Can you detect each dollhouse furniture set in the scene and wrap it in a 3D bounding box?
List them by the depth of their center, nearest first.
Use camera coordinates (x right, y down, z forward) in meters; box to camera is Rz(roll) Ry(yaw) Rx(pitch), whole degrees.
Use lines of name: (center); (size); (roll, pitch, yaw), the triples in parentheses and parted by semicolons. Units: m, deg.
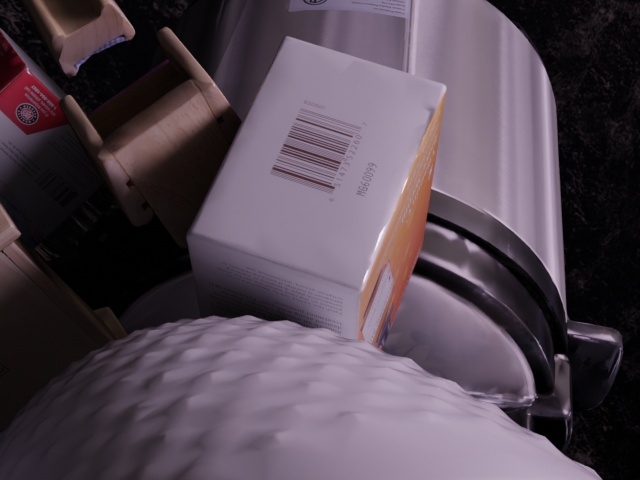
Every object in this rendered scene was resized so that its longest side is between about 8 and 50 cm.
dollhouse furniture set: (-0.226, -0.060, 0.751); (0.303, 0.286, 0.198); (52, -6, 26)

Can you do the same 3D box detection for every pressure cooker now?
pressure cooker: (0.004, 0.021, 0.986); (0.375, 0.369, 0.420); (43, 36, -33)

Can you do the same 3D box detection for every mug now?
mug: (-0.068, 0.157, 0.509); (0.374, 0.276, 0.328); (15, 6, -23)

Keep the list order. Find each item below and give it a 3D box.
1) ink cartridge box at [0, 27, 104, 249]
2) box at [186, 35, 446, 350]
ink cartridge box: (-0.289, -0.068, 1.093); (0.128, 0.176, 0.127); (48, -2, -37)
box: (0.000, 0.000, 0.681); (0.091, 0.130, 0.170); (18, -27, 10)
